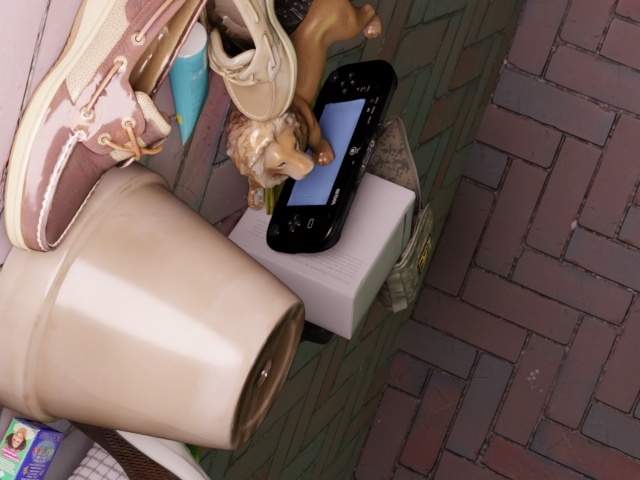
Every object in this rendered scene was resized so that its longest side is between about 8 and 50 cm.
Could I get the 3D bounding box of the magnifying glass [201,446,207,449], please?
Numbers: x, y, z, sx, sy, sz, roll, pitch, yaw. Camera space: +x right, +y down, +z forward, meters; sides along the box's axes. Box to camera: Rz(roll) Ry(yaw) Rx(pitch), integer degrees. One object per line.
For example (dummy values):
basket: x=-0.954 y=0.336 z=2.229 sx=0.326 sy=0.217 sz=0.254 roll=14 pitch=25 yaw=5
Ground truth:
magnifying glass: x=-0.231 y=0.349 z=2.352 sx=0.092 sy=0.026 sz=0.231 roll=-67 pitch=164 yaw=3

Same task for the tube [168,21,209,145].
tube: x=-0.158 y=-0.194 z=1.691 sx=0.080 sy=0.052 sz=0.207 roll=-61 pitch=170 yaw=-21

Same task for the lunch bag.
lunch bag: x=0.113 y=-0.036 z=2.435 sx=0.235 sy=0.169 sz=0.287 roll=73 pitch=3 yaw=-69

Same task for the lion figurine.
lion figurine: x=-0.027 y=-0.242 z=1.972 sx=0.240 sy=0.142 sz=0.392 roll=53 pitch=48 yaw=-66

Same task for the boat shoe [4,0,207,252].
boat shoe: x=-0.211 y=-0.134 z=1.425 sx=0.342 sy=0.123 sz=0.123 roll=-65 pitch=166 yaw=-4

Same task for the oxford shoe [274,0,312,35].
oxford shoe: x=-0.028 y=-0.359 z=1.867 sx=0.227 sy=0.083 sz=0.096 roll=-59 pitch=-177 yaw=-27

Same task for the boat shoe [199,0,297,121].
boat shoe: x=-0.100 y=-0.241 z=1.694 sx=0.302 sy=0.109 sz=0.098 roll=84 pitch=30 yaw=-54

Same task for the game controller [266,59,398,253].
game controller: x=0.017 y=-0.125 z=2.089 sx=0.166 sy=0.067 sz=0.319 roll=-7 pitch=-120 yaw=61

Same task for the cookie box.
cookie box: x=-0.365 y=0.273 z=1.691 sx=0.107 sy=0.040 sz=0.092 roll=-65 pitch=166 yaw=-6

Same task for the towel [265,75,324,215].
towel: x=-0.038 y=-0.158 z=2.166 sx=0.102 sy=0.021 sz=0.237 roll=88 pitch=20 yaw=-58

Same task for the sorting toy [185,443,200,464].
sorting toy: x=-0.255 y=0.293 z=2.077 sx=0.126 sy=0.127 sz=0.365 roll=12 pitch=106 yaw=-46

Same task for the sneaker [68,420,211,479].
sneaker: x=-0.214 y=0.246 z=1.818 sx=0.290 sy=0.106 sz=0.123 roll=51 pitch=45 yaw=-27

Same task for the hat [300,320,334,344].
hat: x=-0.001 y=0.098 z=2.562 sx=0.331 sy=0.134 sz=0.331 roll=-58 pitch=164 yaw=-28

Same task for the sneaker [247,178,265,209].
sneaker: x=-0.096 y=-0.090 z=2.129 sx=0.037 sy=0.032 sz=0.083 roll=-87 pitch=-170 yaw=-62

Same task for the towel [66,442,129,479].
towel: x=-0.247 y=0.433 z=1.882 sx=0.235 sy=0.284 sz=0.121 roll=-53 pitch=166 yaw=-40

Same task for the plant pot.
plant pot: x=-0.180 y=0.096 z=1.596 sx=0.323 sy=0.280 sz=0.323 roll=-60 pitch=165 yaw=-28

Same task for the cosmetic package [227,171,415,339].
cosmetic package: x=0.000 y=0.000 z=2.209 sx=0.224 sy=0.224 sz=0.138 roll=-57 pitch=163 yaw=-32
